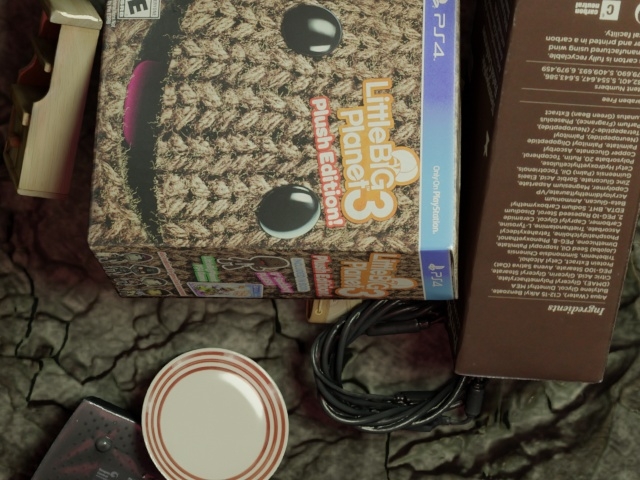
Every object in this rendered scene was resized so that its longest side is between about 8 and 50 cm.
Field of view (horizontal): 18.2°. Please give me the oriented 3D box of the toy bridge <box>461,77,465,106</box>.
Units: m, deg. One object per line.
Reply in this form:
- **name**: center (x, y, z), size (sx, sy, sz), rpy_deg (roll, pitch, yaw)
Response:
- **toy bridge**: center (0.072, -0.166, 1.756), size (0.188, 0.026, 0.063), rpy_deg (30, 103, -12)

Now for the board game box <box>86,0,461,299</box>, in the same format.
- **board game box**: center (-0.030, -0.080, 1.639), size (0.291, 0.141, 0.232), rpy_deg (0, 73, 5)

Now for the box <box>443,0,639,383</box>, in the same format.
- **box**: center (0.191, -0.088, 1.662), size (0.143, 0.191, 0.381), rpy_deg (2, 123, -4)

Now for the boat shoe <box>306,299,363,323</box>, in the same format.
- **boat shoe**: center (0.000, 0.000, 1.788), size (0.059, 0.063, 0.170), rpy_deg (-11, 110, -7)

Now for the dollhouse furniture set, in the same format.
- **dollhouse furniture set**: center (-0.319, -0.138, 1.636), size (0.242, 0.212, 0.161), rpy_deg (7, 109, -19)

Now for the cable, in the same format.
- **cable**: center (0.079, 0.110, 1.815), size (0.184, 0.047, 0.150), rpy_deg (11, 121, -23)

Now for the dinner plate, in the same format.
- **dinner plate**: center (-0.098, 0.169, 1.830), size (0.141, 0.017, 0.141), rpy_deg (5, 75, -19)

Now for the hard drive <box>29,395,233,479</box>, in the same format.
- **hard drive**: center (-0.207, 0.277, 1.869), size (0.172, 0.054, 0.255), rpy_deg (25, 104, -12)
